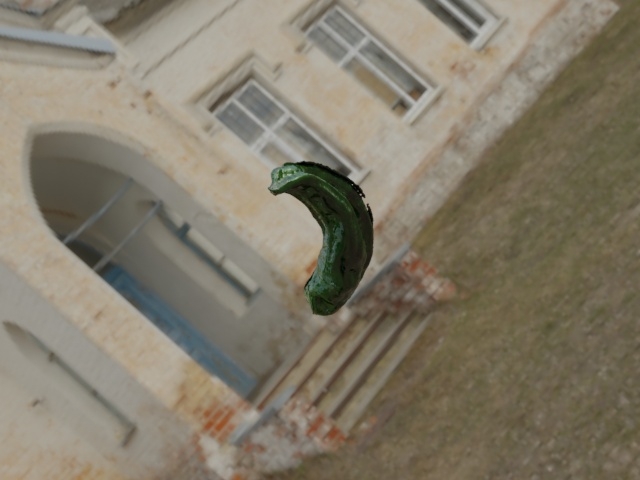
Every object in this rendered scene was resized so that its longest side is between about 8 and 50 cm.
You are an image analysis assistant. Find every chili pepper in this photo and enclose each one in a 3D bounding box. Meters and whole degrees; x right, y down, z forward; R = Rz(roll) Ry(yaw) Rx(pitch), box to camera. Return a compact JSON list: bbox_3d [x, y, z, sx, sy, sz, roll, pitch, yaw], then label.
[{"bbox_3d":[0.008,-0.003,0.558,0.055,0.035,0.118,-32,-40,-14],"label":"chili pepper"}]
